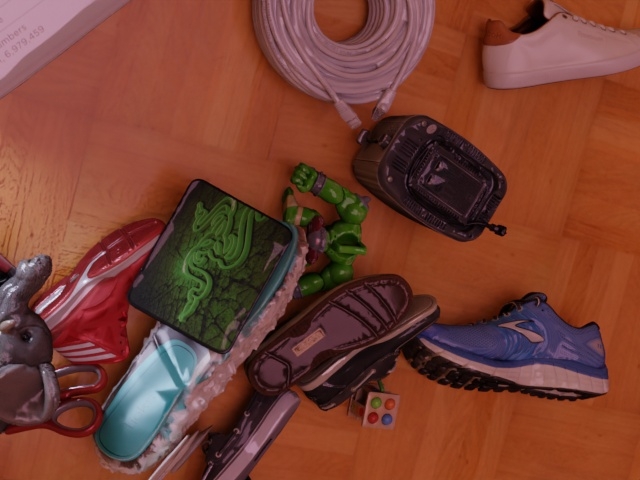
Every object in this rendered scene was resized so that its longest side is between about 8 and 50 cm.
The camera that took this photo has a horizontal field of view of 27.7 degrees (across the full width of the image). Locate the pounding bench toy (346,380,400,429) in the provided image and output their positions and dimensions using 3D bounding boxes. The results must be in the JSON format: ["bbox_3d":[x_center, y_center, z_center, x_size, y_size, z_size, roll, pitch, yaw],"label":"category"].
[{"bbox_3d":[0.081,0.226,1.890,0.052,0.065,0.083,9,96,-23],"label":"pounding bench toy"}]

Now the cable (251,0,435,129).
[{"bbox_3d":[0.035,-0.315,1.765,0.257,0.089,0.257,41,82,-22],"label":"cable"}]

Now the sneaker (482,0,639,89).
[{"bbox_3d":[0.373,-0.300,1.894,0.290,0.106,0.123,-12,106,-19],"label":"sneaker"}]

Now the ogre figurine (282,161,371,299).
[{"bbox_3d":[0.000,0.000,1.803,0.118,0.097,0.197,9,84,-12],"label":"ogre figurine"}]

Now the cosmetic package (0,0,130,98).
[{"bbox_3d":[-0.405,-0.390,1.439,0.327,0.329,0.393,-39,112,-11],"label":"cosmetic package"}]

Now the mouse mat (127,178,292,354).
[{"bbox_3d":[-0.142,0.033,1.678,0.152,0.007,0.189,29,82,-2],"label":"mouse mat"}]

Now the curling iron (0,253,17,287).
[{"bbox_3d":[-0.484,-0.021,1.631,0.068,0.035,0.274,-44,112,-10],"label":"curling iron"}]

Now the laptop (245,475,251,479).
[{"bbox_3d":[-0.149,0.498,1.873,0.234,0.136,0.264,-31,135,-14],"label":"laptop"}]

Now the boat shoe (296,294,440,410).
[{"bbox_3d":[0.076,0.158,1.854,0.233,0.084,0.079,-35,115,5],"label":"boat shoe"}]

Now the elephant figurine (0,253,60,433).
[{"bbox_3d":[-0.395,0.160,1.612,0.239,0.186,0.169,-28,69,-6],"label":"elephant figurine"}]

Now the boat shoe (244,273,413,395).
[{"bbox_3d":[0.004,0.118,1.811,0.257,0.095,0.095,-28,101,-7],"label":"boat shoe"}]

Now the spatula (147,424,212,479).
[{"bbox_3d":[-0.235,0.343,1.732,0.019,0.168,0.242,40,93,3],"label":"spatula"}]

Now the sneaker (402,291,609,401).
[{"bbox_3d":[0.274,0.149,1.940,0.330,0.130,0.147,10,72,-17],"label":"sneaker"}]

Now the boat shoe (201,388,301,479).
[{"bbox_3d":[-0.124,0.288,1.815,0.076,0.080,0.228,36,84,14],"label":"boat shoe"}]

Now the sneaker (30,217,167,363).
[{"bbox_3d":[-0.268,0.076,1.723,0.221,0.087,0.128,-37,120,0],"label":"sneaker"}]

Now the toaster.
[{"bbox_3d":[0.154,-0.087,1.820,0.227,0.146,0.129,32,87,-23],"label":"toaster"}]

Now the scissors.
[{"bbox_3d":[-0.421,0.235,1.705,0.297,0.109,0.021,-14,148,1],"label":"scissors"}]

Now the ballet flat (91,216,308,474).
[{"bbox_3d":[-0.158,0.142,1.755,0.147,0.147,0.409,41,86,-23],"label":"ballet flat"}]
